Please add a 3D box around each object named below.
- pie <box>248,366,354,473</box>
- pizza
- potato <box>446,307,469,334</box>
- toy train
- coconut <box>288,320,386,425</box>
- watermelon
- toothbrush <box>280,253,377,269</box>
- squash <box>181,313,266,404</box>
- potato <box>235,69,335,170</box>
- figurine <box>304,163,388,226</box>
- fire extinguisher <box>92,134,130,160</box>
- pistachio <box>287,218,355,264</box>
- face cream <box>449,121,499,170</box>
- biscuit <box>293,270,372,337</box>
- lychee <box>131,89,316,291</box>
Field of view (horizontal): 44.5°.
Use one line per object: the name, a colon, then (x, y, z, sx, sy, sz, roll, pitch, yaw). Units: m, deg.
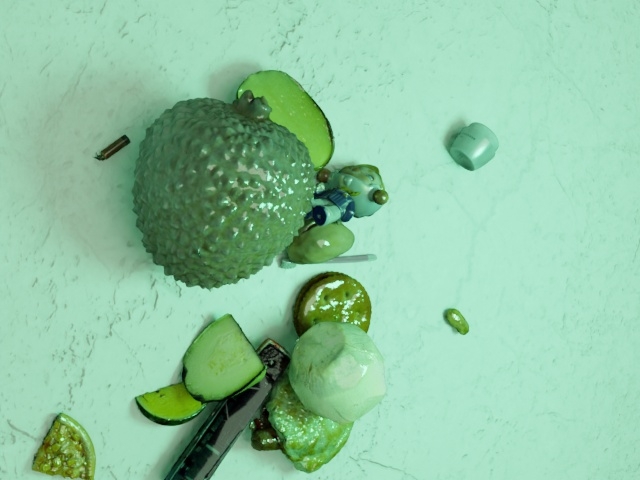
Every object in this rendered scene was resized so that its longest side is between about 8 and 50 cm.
pie: (-0.031, 0.435, 1.941, 0.274, 0.105, 0.257, 35, 67, -29)
pizza: (-0.547, 0.453, 1.660, 0.130, 0.041, 0.178, -12, 101, -29)
potato: (0.388, 0.228, 2.211, 0.045, 0.046, 0.092, -44, 105, -4)
toy train: (-0.215, 0.416, 1.832, 0.086, 0.089, 0.409, 36, 74, -2)
coconut: (0.048, 0.317, 1.839, 0.227, 0.227, 0.230, -49, 129, -19)
watermelon: (-0.318, 0.375, 1.772, 0.181, 0.075, 0.092, -10, 96, -29)
toothbrush: (0.025, 0.052, 1.985, 0.286, 0.020, 0.025, -3, 128, -32)
squash: (-0.221, 0.292, 1.795, 0.184, 0.192, 0.085, -39, 146, 2)
potato: (-0.089, -0.270, 1.832, 0.272, 0.111, 0.160, 45, 64, -12)
figurine: (0.067, -0.099, 1.888, 0.274, 0.193, 0.133, -61, 159, -59)
fire extinguisher: (-0.447, -0.196, 1.673, 0.028, 0.022, 0.083, 44, 68, 13)
pistachio: (0.000, 0.000, 1.911, 0.184, 0.124, 0.125, -5, 97, -36)
face cream: (0.422, -0.257, 2.144, 0.104, 0.117, 0.117, -46, 116, -9)
biscuit: (0.031, 0.188, 1.977, 0.220, 0.066, 0.221, -4, 99, -28)
lychee: (-0.207, -0.106, 1.634, 0.380, 0.380, 0.432, 13, 109, -32)
